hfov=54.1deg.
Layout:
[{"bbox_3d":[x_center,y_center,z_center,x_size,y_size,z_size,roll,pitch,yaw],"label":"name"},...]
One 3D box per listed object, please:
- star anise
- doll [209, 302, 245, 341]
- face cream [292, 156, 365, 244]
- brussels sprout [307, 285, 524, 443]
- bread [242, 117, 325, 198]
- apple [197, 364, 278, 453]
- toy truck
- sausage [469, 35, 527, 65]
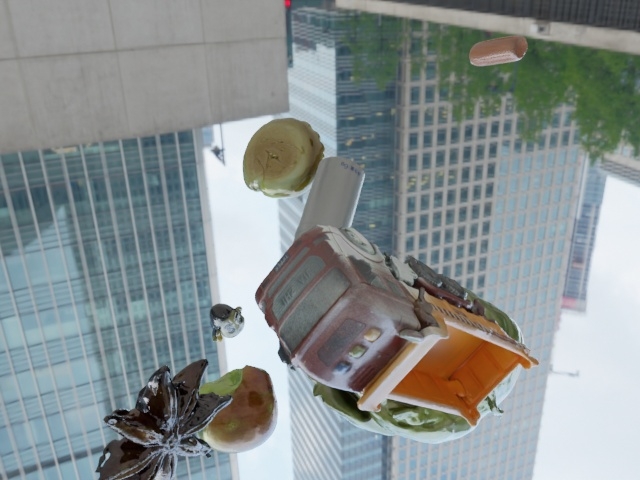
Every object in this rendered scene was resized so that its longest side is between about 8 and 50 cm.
[{"bbox_3d":[-0.259,0.291,0.967,0.102,0.272,0.272,22,-146,34],"label":"star anise"},{"bbox_3d":[-0.227,0.199,1.503,0.089,0.179,0.102,34,-109,8],"label":"doll"},{"bbox_3d":[0.000,0.000,0.914,0.077,0.077,0.250,8,-117,19],"label":"face cream"},{"bbox_3d":[0.214,0.260,1.356,0.425,0.361,0.343,5,-112,31],"label":"brussels sprout"},{"bbox_3d":[-0.082,-0.188,1.461,0.213,0.213,0.104,17,177,35],"label":"bread"},{"bbox_3d":[-0.239,0.456,1.724,0.226,0.246,0.246,-7,-155,-20],"label":"apple"},{"bbox_3d":[0.075,0.086,0.571,0.270,0.114,0.135,24,-159,-42],"label":"toy truck"},{"bbox_3d":[0.238,-0.255,0.844,0.034,0.034,0.083,-20,-162,-34],"label":"sausage"}]
